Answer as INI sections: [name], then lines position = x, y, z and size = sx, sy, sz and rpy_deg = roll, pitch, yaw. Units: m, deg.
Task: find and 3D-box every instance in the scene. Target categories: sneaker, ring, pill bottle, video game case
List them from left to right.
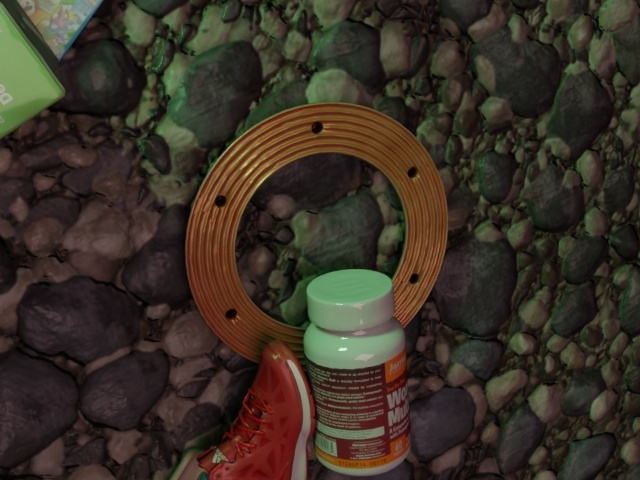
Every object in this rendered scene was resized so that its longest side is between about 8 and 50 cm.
[video game case]
position = -0.263, -0.278, 0.862
size = 0.119, 0.015, 0.166
rpy_deg = 36, 92, -27
[sneaker]
position = -0.080, 0.227, 1.028
size = 0.128, 0.087, 0.221
rpy_deg = -17, 120, -25
[ring]
position = 0.000, 0.000, 1.049
size = 0.336, 0.032, 0.337
rpy_deg = -6, 108, -20
[pill bottle]
position = 0.043, 0.154, 1.030
size = 0.121, 0.121, 0.221
rpy_deg = -12, 111, -18

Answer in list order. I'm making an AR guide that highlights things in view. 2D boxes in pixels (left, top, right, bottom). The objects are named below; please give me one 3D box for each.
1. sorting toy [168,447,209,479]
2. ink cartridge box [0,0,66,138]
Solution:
[sorting toy]
position = -0.131, 0.383, 1.117
size = 0.208, 0.038, 0.193
rpy_deg = 30, 94, -27
[ink cartridge box]
position = -0.405, -0.093, 0.754
size = 0.353, 0.207, 0.119
rpy_deg = -35, 117, -4
